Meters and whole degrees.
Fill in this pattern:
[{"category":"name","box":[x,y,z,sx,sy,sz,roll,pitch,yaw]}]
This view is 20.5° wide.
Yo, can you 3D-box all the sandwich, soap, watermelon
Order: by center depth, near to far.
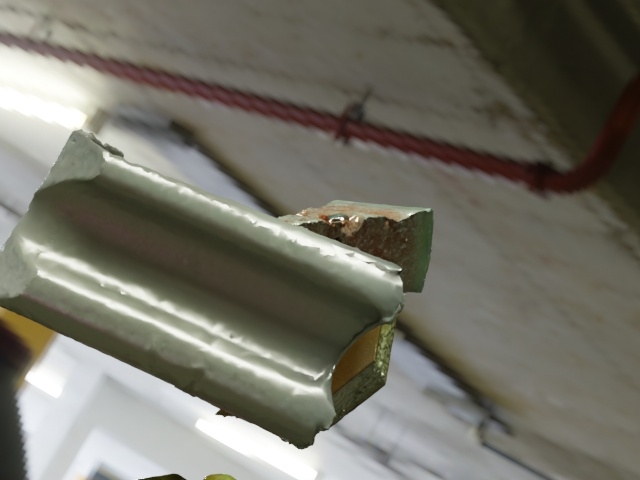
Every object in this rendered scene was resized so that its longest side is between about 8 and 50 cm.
[{"category":"soap","box":[-0.083,0.047,1.393,0.302,0.159,0.258,26,-6,10]},{"category":"watermelon","box":[0.000,0.000,1.809,0.154,0.094,0.241,17,12,27]},{"category":"sandwich","box":[0.005,0.152,2.049,0.096,0.258,0.094,51,-2,18]}]

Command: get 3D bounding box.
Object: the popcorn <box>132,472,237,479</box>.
[{"category":"popcorn","box":[-0.125,0.333,1.385,0.294,0.292,0.334,-8,-17,-1]}]
